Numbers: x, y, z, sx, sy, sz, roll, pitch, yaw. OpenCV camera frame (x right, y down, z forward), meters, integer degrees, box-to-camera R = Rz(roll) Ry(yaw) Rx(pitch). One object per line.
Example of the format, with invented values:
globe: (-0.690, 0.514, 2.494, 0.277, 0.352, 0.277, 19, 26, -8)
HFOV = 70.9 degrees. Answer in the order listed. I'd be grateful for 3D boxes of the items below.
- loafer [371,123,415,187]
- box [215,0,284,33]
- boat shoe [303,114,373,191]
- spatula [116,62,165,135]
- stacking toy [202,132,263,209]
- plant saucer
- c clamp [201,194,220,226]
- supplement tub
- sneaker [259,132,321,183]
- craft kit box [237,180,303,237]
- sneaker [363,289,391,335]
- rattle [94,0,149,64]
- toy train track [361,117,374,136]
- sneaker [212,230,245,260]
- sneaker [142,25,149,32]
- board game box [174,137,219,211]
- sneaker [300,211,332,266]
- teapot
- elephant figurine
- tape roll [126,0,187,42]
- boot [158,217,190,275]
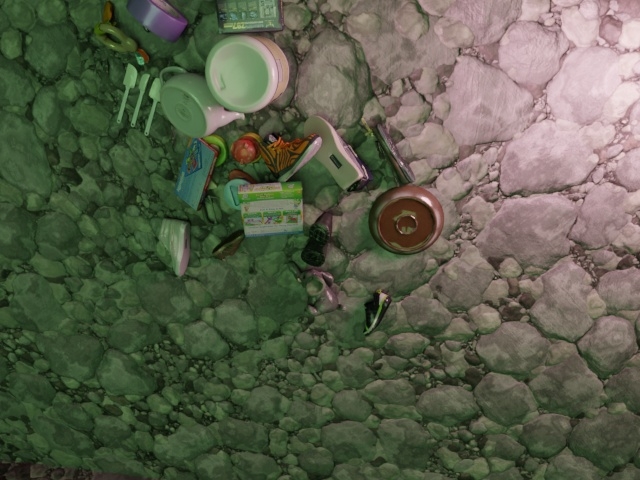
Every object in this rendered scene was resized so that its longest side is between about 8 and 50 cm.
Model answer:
loafer: (0.264, -0.316, 1.724, 0.084, 0.096, 0.268, -28, 111, 27)
box: (-0.251, -0.829, 1.576, 0.232, 0.059, 0.184, -1, 113, 6)
boat shoe: (0.070, -0.328, 1.735, 0.127, 0.158, 0.341, -37, 77, 25)
spatula: (-0.713, -0.547, 1.776, 0.168, 0.019, 0.242, 25, 114, -5)
stacking toy: (-0.377, -0.277, 1.793, 0.279, 0.130, 0.309, 9, 114, 2)
plant saucer: (0.351, -0.072, 1.843, 0.310, 0.050, 0.311, 3, 113, 6)
c clamp: (-0.464, -0.124, 1.892, 0.137, 0.022, 0.161, 20, 129, 31)
supplement tub: (-0.236, -0.574, 1.539, 0.235, 0.325, 0.236, 2, 114, 6)
sneaker: (-0.134, -0.342, 1.682, 0.180, 0.124, 0.321, 49, 142, -6)
craft kit box: (-0.195, -0.121, 1.807, 0.249, 0.061, 0.247, -4, 140, -5)
sneaker: (0.236, 0.320, 2.025, 0.097, 0.084, 0.235, 33, 114, 18)
rattle: (-0.721, -0.766, 1.675, 0.199, 0.143, 0.130, 18, 148, -18)
toy train track: (0.182, -0.434, 1.724, 0.048, 0.014, 0.083, -29, 101, 25)
sneaker: (-0.388, 0.024, 1.972, 0.188, 0.066, 0.071, -30, 124, 23)
sneaker: (-0.654, -0.817, 1.645, 0.043, 0.040, 0.109, -9, 110, 28)
board game box: (-0.506, -0.272, 1.821, 0.145, 0.027, 0.281, 37, 121, 16)
sneaker: (0.000, 0.000, 1.884, 0.109, 0.130, 0.286, 25, 136, 2)
teapot: (-0.457, -0.523, 1.673, 0.252, 0.187, 0.256, 5, 135, 34)
elephant figurine: (-0.021, 0.198, 1.956, 0.185, 0.169, 0.240, -13, 97, -19)
tape roll: (-0.566, -0.785, 1.561, 0.189, 0.189, 0.080, 39, 113, -10)
boot: (-0.651, 0.025, 1.988, 0.123, 0.095, 0.259, 13, 106, 8)
